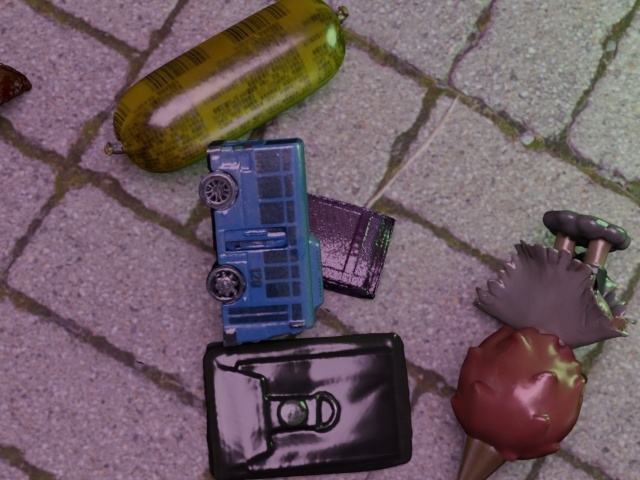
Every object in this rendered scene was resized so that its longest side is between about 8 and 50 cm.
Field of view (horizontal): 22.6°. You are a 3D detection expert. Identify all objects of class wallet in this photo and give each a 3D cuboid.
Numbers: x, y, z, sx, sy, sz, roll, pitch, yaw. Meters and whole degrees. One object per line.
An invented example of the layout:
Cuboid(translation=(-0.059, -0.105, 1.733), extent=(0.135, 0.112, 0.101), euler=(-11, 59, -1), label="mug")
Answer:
Cuboid(translation=(0.000, 0.000, 1.951), extent=(0.166, 0.030, 0.111), euler=(15, 75, 0), label="wallet")
Cuboid(translation=(-0.014, 0.193, 1.890), extent=(0.245, 0.052, 0.168), euler=(-3, 78, -9), label="wallet")

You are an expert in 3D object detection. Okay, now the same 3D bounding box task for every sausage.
Cuboid(translation=(-0.110, -0.189, 1.945), extent=(0.347, 0.123, 0.123), euler=(-31, 80, -12), label="sausage")

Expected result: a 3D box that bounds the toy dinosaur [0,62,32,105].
Cuboid(translation=(-0.537, -0.175, 1.913), extent=(0.327, 0.113, 0.206), euler=(-26, 116, 8), label="toy dinosaur")

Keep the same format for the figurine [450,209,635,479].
Cuboid(translation=(0.253, 0.150, 1.878), extent=(0.207, 0.166, 0.387), euler=(12, 73, 34), label="figurine")

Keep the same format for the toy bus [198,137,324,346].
Cuboid(translation=(-0.067, 0.000, 1.861), extent=(0.134, 0.116, 0.234), euler=(-4, 98, 0), label="toy bus")
